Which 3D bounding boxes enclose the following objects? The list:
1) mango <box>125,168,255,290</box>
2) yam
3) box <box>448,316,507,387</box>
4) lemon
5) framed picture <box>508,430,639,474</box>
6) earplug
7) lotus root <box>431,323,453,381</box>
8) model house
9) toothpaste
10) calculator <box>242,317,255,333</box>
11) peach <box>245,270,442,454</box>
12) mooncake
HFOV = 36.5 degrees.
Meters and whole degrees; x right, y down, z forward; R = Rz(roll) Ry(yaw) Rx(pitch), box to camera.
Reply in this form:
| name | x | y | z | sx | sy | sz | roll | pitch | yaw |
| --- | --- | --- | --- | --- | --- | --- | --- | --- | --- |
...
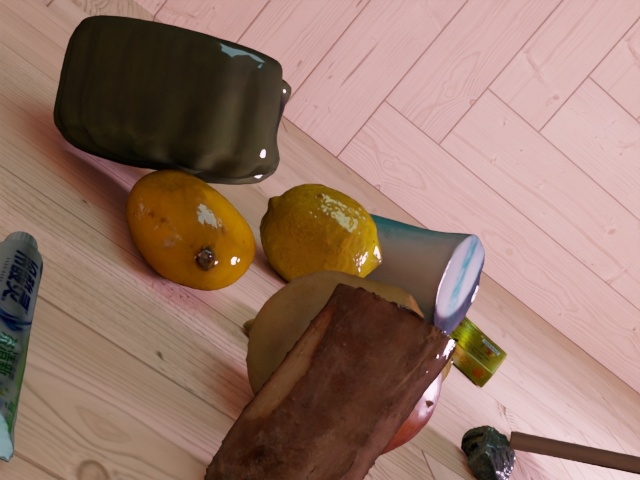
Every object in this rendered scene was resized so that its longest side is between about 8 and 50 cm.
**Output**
| name | x | y | z | sx | sy | sz | roll | pitch | yaw |
| --- | --- | --- | --- | --- | --- | --- | --- | --- | --- |
| mango | -0.168 | -0.019 | 1.248 | 0.176 | 0.119 | 0.317 | 33 | 4 | -13 |
| yam | 0.007 | 0.154 | 0.854 | 0.129 | 0.238 | 0.128 | 37 | -4 | -24 |
| box | 0.307 | 0.218 | 2.054 | 0.173 | 0.043 | 0.311 | 42 | 12 | 11 |
| lemon | -0.002 | -0.001 | 1.564 | 0.193 | 0.180 | 0.180 | 33 | 13 | -37 |
| framed picture | 0.473 | 0.346 | 1.508 | 0.326 | 0.028 | 0.446 | 9 | -10 | 18 |
| earplug | 0.109 | 0.034 | 1.742 | 0.324 | 0.185 | 0.185 | 19 | 0 | 29 |
| lotus root | 0.156 | 0.189 | 1.543 | 0.110 | 0.097 | 0.258 | 44 | 15 | 3 |
| model house | 0.242 | 0.322 | 1.425 | 0.079 | 0.066 | 0.083 | 51 | 29 | -1 |
| toothpaste | -0.258 | 0.067 | 0.774 | 0.075 | 0.048 | 0.297 | 35 | 15 | -22 |
| calculator | 0.008 | 0.173 | 1.263 | 0.236 | 0.033 | 0.157 | 43 | 10 | 7 |
| peach | 0.024 | 0.126 | 1.070 | 0.232 | 0.232 | 0.232 | 39 | 11 | -9 |
| mooncake | -0.201 | -0.183 | 1.351 | 0.351 | 0.187 | 0.351 | 14 | 2 | -1 |
